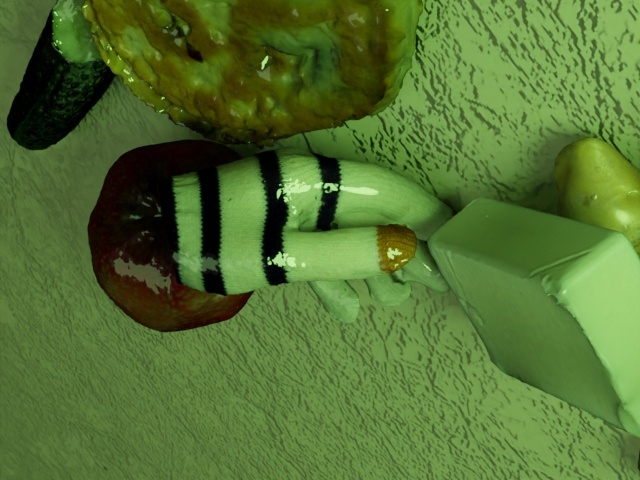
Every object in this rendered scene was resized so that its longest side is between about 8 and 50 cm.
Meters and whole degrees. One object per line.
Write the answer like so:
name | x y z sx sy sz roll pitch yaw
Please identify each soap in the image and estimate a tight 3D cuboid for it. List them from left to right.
soap | 0.151 0.044 0.783 0.121 0.063 0.183 57 168 -19

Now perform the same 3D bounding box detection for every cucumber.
cucumber | -0.226 -0.141 1.075 0.074 0.074 0.241 48 146 -1

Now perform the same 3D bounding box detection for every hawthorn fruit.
hawthorn fruit | -0.119 0.004 1.041 0.157 0.157 0.194 42 160 8

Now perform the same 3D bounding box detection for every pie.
pie | -0.062 -0.191 0.852 0.315 0.092 0.315 26 142 22

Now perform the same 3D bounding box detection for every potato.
potato | 0.182 -0.025 0.780 0.068 0.062 0.083 -23 81 25

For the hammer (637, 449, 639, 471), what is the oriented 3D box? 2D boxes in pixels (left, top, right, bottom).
hammer | 0.298 0.129 0.779 0.202 0.113 0.305 52 152 -1

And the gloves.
gloves | -0.003 -0.013 0.902 0.140 0.218 0.131 101 158 -72
